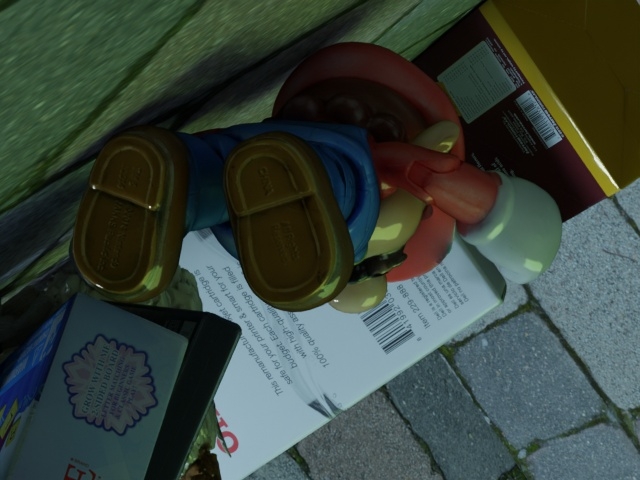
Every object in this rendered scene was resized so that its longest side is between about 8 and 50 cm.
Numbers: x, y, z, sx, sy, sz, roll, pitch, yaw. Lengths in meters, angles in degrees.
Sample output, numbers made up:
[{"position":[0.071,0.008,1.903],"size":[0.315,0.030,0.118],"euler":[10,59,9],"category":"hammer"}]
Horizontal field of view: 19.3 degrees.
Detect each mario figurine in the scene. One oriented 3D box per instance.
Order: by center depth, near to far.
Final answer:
[{"position":[0.000,0.000,0.993],"size":[0.170,0.198,0.320],"euler":[-55,168,18],"category":"mario figurine"}]

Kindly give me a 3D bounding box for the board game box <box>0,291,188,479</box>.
[{"position":[-0.194,0.220,0.943],"size":[0.318,0.066,0.318],"euler":[-39,-149,56],"category":"board game box"}]

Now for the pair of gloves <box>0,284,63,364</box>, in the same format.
[{"position":[-0.243,0.089,1.116],"size":[0.204,0.042,0.240],"euler":[-29,172,-10],"category":"pair of gloves"}]

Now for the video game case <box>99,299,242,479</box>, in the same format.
[{"position":[-0.125,0.127,1.028],"size":[0.196,0.026,0.274],"euler":[-67,-165,-7],"category":"video game case"}]

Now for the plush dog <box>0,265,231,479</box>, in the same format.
[{"position":[-0.196,0.129,1.379],"size":[0.225,0.211,0.262],"euler":[-12,-179,4],"category":"plush dog"}]

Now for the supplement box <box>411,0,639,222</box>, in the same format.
[{"position":[0.195,-0.119,1.623],"size":[0.129,0.191,0.194],"euler":[-34,179,-29],"category":"supplement box"}]

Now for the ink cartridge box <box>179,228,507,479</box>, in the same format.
[{"position":[-0.019,0.040,1.596],"size":[0.289,0.211,0.121],"euler":[-34,-179,9],"category":"ink cartridge box"}]
